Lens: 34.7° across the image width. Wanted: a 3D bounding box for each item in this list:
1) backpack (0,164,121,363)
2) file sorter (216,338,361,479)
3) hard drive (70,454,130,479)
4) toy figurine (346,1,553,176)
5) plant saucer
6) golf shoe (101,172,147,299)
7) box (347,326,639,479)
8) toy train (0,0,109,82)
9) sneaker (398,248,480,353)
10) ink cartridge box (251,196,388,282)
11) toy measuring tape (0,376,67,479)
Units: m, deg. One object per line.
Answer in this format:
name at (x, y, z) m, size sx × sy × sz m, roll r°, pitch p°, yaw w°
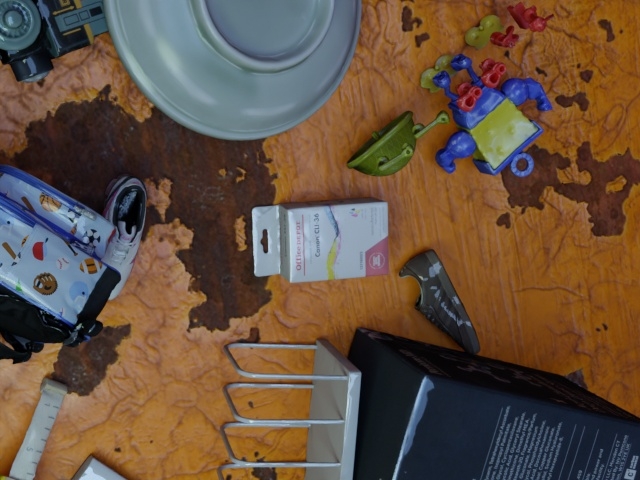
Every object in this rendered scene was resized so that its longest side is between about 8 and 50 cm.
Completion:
backpack at (-0.413, 0.020, 1.330) m, size 0.263 × 0.276 × 0.213 m, roll 28°, pitch 63°, yaw -27°
file sorter at (-0.058, 0.303, 1.517) m, size 0.173 × 0.193 × 0.278 m, roll 2°, pitch 98°, yaw -14°
hard drive at (-0.281, 0.498, 1.544) m, size 0.318 × 0.040 × 0.210 m, roll 39°, pitch 77°, yaw -18°
toy figurine at (0.245, -0.157, 1.540) m, size 0.362 × 0.191 × 0.217 m, roll -43°, pitch 113°, yaw -5°
plant saucer at (-0.093, -0.338, 1.399) m, size 0.400 × 0.100 × 0.401 m, roll -3°, pitch 96°, yaw -31°
golf shoe at (-0.290, -0.002, 1.452) m, size 0.067 × 0.086 × 0.186 m, roll 10°, pitch 97°, yaw -19°
box at (0.246, 0.301, 1.552) m, size 0.395 × 0.293 × 0.212 m, roll 14°, pitch 94°, yaw -19°
toy train at (-0.395, -0.382, 1.339) m, size 0.190 × 0.142 × 0.334 m, roll -25°, pitch 104°, yaw -24°
sneaker at (0.190, 0.106, 1.634) m, size 0.071 × 0.066 × 0.188 m, roll -26°, pitch 101°, yaw 6°
ink cartridge box at (0.000, 0.000, 1.547) m, size 0.198 × 0.067 × 0.115 m, roll -5°, pitch 101°, yaw -16°
toy measuring tape at (-0.451, 0.357, 1.456) m, size 0.121 × 0.121 × 0.330 m, roll 23°, pitch 65°, yaw -19°
